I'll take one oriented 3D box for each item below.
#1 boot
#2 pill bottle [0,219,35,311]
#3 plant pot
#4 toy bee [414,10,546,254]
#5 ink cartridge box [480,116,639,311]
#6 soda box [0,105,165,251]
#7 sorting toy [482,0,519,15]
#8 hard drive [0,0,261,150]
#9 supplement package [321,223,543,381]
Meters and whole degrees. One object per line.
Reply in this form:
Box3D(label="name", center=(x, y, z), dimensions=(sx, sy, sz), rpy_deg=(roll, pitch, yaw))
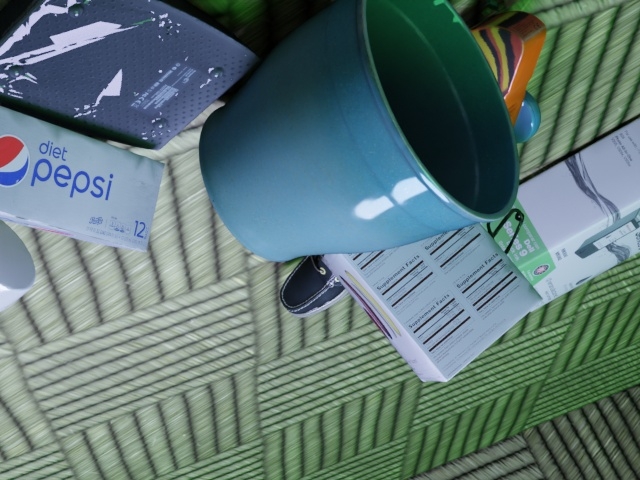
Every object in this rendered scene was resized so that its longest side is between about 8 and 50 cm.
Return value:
Box3D(label="boot", center=(0.000, -0.002, 1.575), dimensions=(0.236, 0.085, 0.178), rpy_deg=(-42, 148, 17))
Box3D(label="pill bottle", center=(-0.421, 0.073, 1.286), dimensions=(0.229, 0.131, 0.131), rpy_deg=(-35, 152, 18))
Box3D(label="plant pot", center=(0.026, -0.101, 1.238), dimensions=(0.255, 0.272, 0.271), rpy_deg=(-25, 157, 31))
Box3D(label="toy bee", center=(0.163, -0.137, 1.416), dimensions=(0.195, 0.162, 0.298), rpy_deg=(-14, 124, -55))
Box3D(label="ink cartridge box", center=(0.400, -0.036, 1.816), dimensions=(0.289, 0.122, 0.211), rpy_deg=(-30, 154, 8))
Box3D(label="soda box", center=(-0.284, -0.065, 1.145), dimensions=(0.091, 0.098, 0.286), rpy_deg=(7, 174, 38))
Box3D(label="sorting toy", center=(0.213, -0.280, 1.332), dimensions=(0.083, 0.012, 0.062), rpy_deg=(-31, 158, 4))
Box3D(label="hard drive", center=(-0.193, -0.173, 1.124), dimensions=(0.172, 0.054, 0.254), rpy_deg=(-38, 151, 23))
Box3D(label="supplement package", center=(0.124, 0.044, 1.421), dimensions=(0.149, 0.203, 0.194), rpy_deg=(-39, 176, -7))
